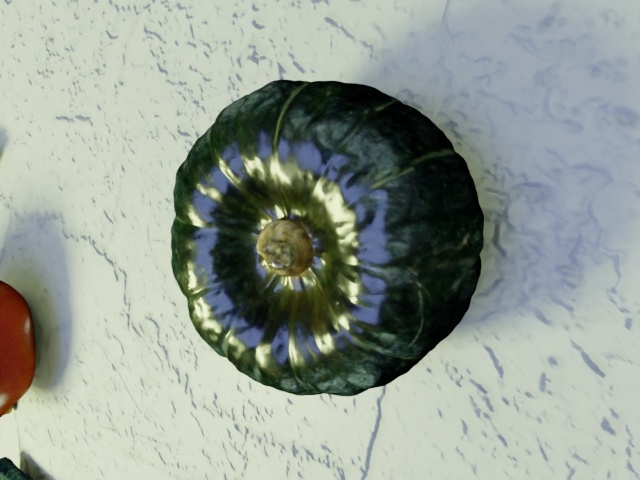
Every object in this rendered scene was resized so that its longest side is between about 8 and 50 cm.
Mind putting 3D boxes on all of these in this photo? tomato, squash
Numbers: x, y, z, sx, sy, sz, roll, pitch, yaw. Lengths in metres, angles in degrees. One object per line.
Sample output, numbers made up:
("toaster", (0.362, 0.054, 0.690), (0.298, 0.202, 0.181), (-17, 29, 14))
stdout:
("tomato", (-0.597, 0.166, 0.814), (0.226, 0.298, 0.299), (35, 118, 59))
("squash", (0.000, 0.000, 0.428), (0.252, 0.165, 0.252), (6, 101, 33))

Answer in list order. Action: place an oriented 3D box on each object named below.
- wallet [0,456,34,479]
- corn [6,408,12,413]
("wallet", (-0.428, 0.512, 0.872), (0.379, 0.046, 0.191), (15, 105, 32))
("corn", (-0.565, 0.267, 0.944), (0.037, 0.037, 0.092), (19, 103, 32))
